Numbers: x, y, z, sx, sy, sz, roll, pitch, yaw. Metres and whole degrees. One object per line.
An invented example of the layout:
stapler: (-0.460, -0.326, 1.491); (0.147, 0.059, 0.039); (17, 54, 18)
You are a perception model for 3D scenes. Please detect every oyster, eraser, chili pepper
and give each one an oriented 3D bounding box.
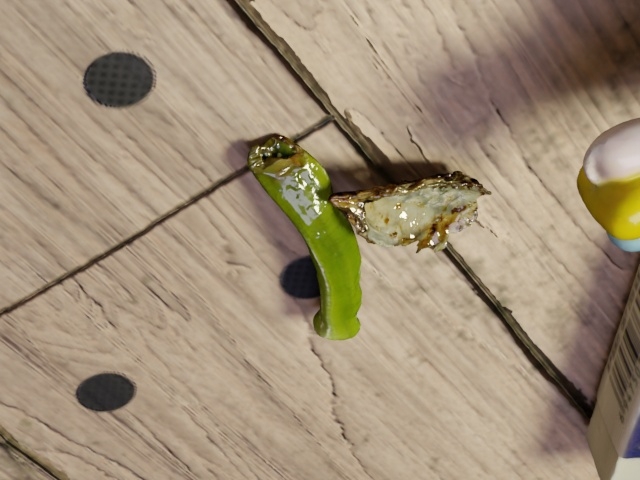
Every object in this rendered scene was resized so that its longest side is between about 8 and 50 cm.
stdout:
oyster: (0.069, -0.029, 1.144); (0.086, 0.029, 0.132); (-44, 141, 15)
eraser: (0.315, 0.096, 1.304); (0.124, 0.081, 0.279); (-3, 133, -12)
chili pepper: (0.000, 0.000, 1.164); (0.052, 0.050, 0.202); (-46, 139, -26)

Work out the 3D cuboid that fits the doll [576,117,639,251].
doll: (0.313, -0.167, 1.004); (0.376, 0.187, 0.366); (3, 122, -1)
